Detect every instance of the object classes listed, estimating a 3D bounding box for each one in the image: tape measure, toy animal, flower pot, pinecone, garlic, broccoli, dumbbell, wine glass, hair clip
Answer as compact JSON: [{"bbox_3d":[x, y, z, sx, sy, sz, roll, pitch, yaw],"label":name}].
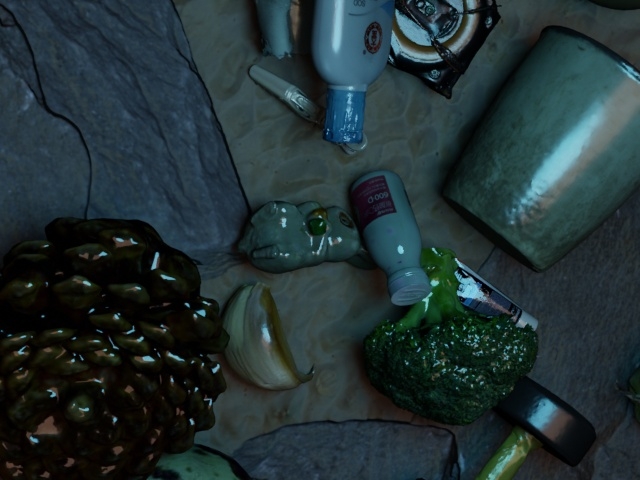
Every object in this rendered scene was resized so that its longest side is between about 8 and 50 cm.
[{"bbox_3d":[0.171,-0.362,1.669,0.223,0.135,0.202,33,96,-15],"label":"tape measure"},{"bbox_3d":[-0.002,-0.002,1.689,0.251,0.127,0.125,6,104,-37],"label":"toy animal"},{"bbox_3d":[0.378,-0.138,1.701,0.294,0.293,0.330,41,89,-20],"label":"flower pot"},{"bbox_3d":[-0.323,0.153,1.465,0.398,0.398,0.397,-3,99,-18],"label":"pinecone"},{"bbox_3d":[-0.098,0.180,1.684,0.115,0.128,0.206,-22,114,10],"label":"garlic"},{"bbox_3d":[0.212,0.155,1.707,0.298,0.297,0.297,0,76,-19],"label":"broccoli"},{"bbox_3d":[0.303,0.400,1.795,0.204,0.204,0.322,40,84,-20],"label":"dumbbell"},{"bbox_3d":[-0.039,-0.437,1.589,0.144,0.143,0.321,-9,102,-17],"label":"wine glass"},{"bbox_3d":[-0.016,-0.209,1.663,0.226,0.072,0.034,36,83,-19],"label":"hair clip"}]

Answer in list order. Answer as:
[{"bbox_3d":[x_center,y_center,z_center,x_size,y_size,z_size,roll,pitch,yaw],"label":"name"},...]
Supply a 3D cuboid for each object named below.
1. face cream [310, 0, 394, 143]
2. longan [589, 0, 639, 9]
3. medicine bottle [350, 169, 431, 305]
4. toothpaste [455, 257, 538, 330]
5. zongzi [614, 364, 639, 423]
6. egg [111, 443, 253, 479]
[{"bbox_3d":[0.047,-0.313,1.546,0.163,0.080,0.336,-8,106,-53],"label":"face cream"},{"bbox_3d":[0.515,-0.500,1.700,0.258,0.258,0.257,-3,99,-18],"label":"longan"},{"bbox_3d":[0.115,-0.004,1.668,0.091,0.090,0.216,-5,57,-18],"label":"medicine bottle"},{"bbox_3d":[0.294,0.105,1.832,0.194,0.045,0.071,32,86,-8],"label":"toothpaste"},{"bbox_3d":[0.757,0.146,1.962,0.500,0.218,0.466,4,71,-8],"label":"zongzi"},{"bbox_3d":[-0.263,0.468,1.571,0.379,0.287,0.287,-33,108,3],"label":"egg"}]
